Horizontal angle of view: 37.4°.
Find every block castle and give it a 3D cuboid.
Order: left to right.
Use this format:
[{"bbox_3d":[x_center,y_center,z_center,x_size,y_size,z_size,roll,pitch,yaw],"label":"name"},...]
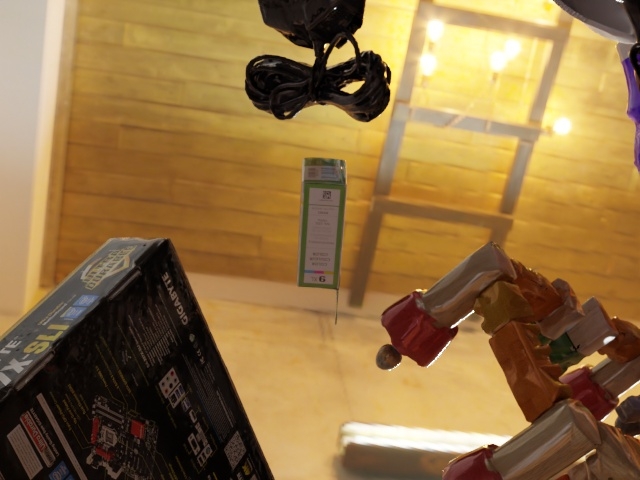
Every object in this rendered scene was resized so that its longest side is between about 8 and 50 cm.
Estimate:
[{"bbox_3d":[0.290,0.223,1.134,0.453,0.213,0.303,25,-147,-40],"label":"block castle"}]

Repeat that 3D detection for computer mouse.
[{"bbox_3d":[-0.011,-0.237,0.767,0.072,0.272,0.188,-23,-159,-32],"label":"computer mouse"}]

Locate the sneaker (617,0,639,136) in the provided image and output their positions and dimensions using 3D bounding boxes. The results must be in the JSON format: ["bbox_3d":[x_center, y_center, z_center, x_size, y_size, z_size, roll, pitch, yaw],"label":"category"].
[{"bbox_3d":[0.252,-0.063,0.560,0.112,0.299,0.121,-25,-174,-8],"label":"sneaker"}]

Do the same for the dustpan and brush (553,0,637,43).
[{"bbox_3d":[0.187,-0.218,0.667,0.060,0.147,0.211,40,176,-30],"label":"dustpan and brush"}]

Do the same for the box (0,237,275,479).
[{"bbox_3d":[-0.172,0.196,0.837,0.079,0.322,0.257,-1,-147,33],"label":"box"}]

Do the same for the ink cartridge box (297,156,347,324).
[{"bbox_3d":[0.000,0.000,1.318,0.062,0.209,0.109,3,-157,-1],"label":"ink cartridge box"}]

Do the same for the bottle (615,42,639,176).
[{"bbox_3d":[0.384,-0.083,0.962,0.118,0.283,0.092,-21,176,23],"label":"bottle"}]
